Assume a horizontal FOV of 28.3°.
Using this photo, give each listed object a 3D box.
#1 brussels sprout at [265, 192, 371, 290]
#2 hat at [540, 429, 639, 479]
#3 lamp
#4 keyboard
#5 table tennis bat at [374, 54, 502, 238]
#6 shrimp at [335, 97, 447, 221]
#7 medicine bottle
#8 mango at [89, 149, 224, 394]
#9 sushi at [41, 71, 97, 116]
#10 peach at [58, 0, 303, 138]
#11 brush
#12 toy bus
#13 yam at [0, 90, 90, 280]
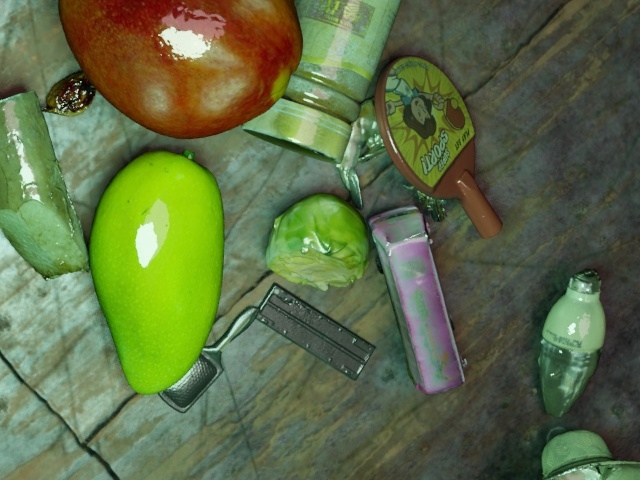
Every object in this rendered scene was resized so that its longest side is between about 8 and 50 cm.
[{"bbox_3d":[0.001,-0.005,1.841,0.149,0.151,0.122,9,62,3],"label":"brussels sprout"},{"bbox_3d":[0.411,0.362,2.036,0.252,0.252,0.110,4,53,-21],"label":"hat"},{"bbox_3d":[0.401,0.166,2.026,0.101,0.101,0.250,1,108,-21],"label":"lamp"},{"bbox_3d":[-0.007,0.138,1.913,0.198,0.010,0.063,34,86,-20],"label":"keyboard"},{"bbox_3d":[0.178,-0.134,1.895,0.310,0.038,0.200,55,47,-18],"label":"table tennis bat"},{"bbox_3d":[0.105,-0.106,1.910,0.150,0.051,0.217,-33,99,-11],"label":"shrimp"},{"bbox_3d":[0.014,-0.282,1.795,0.151,0.151,0.322,21,89,-21],"label":"medicine bottle"},{"bbox_3d":[-0.224,0.047,1.740,0.192,0.156,0.343,-5,102,-36],"label":"mango"},{"bbox_3d":[-0.334,-0.199,1.731,0.099,0.047,0.050,-48,112,-8],"label":"sushi"},{"bbox_3d":[-0.187,-0.291,1.637,0.308,0.308,0.332,-52,126,-8],"label":"peach"},{"bbox_3d":[-0.158,0.167,1.856,0.063,0.016,0.193,45,81,-20],"label":"brush"},{"bbox_3d":[0.149,0.090,1.901,0.090,0.112,0.274,-18,109,-2],"label":"toy bus"},{"bbox_3d":[-0.389,-0.065,1.701,0.106,0.106,0.259,-19,101,-18],"label":"yam"}]
